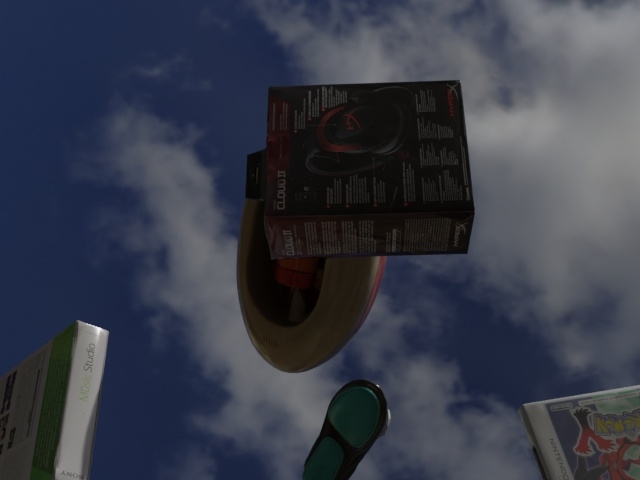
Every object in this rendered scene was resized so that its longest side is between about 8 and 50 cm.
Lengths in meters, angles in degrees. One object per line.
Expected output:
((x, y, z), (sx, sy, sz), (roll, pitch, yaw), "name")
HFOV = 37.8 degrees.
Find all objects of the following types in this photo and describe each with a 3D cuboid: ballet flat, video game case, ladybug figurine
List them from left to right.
((0.000, 0.000, 1.571), (0.305, 0.161, 0.450), (24, -73, 43), "ladybug figurine")
((0.038, 0.219, 1.084), (0.074, 0.074, 0.203), (49, -46, 28), "ballet flat")
((0.339, 0.250, 1.022), (0.023, 0.201, 0.184), (103, -24, -54), "video game case")

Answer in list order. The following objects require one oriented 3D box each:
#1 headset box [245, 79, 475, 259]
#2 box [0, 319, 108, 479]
((0.046, -0.095, 1.237), (0.293, 0.110, 0.218), (-2, -122, 2), "headset box")
((-0.418, 0.279, 1.348), (0.322, 0.058, 0.232), (-33, -135, 42), "box")
